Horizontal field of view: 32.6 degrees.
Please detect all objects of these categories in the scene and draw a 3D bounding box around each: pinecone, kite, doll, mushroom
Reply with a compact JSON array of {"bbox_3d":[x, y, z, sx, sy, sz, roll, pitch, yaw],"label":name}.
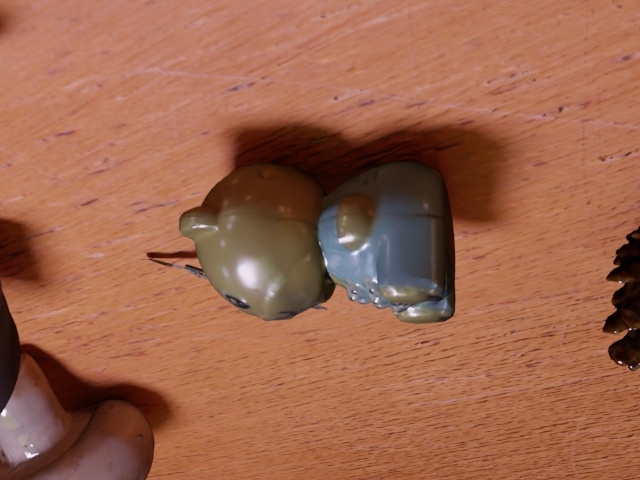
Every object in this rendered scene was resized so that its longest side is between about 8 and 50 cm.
[{"bbox_3d":[0.382,0.058,1.074,0.202,0.201,0.229,21,-175,27],"label":"pinecone"},{"bbox_3d":[-0.099,0.051,1.266,0.250,0.012,0.229,16,174,26],"label":"kite"},{"bbox_3d":[0.000,0.000,1.096,0.260,0.162,0.177,-2,167,12],"label":"doll"},{"bbox_3d":[-0.408,0.302,1.611,0.292,0.292,0.290,-20,106,36],"label":"mushroom"}]

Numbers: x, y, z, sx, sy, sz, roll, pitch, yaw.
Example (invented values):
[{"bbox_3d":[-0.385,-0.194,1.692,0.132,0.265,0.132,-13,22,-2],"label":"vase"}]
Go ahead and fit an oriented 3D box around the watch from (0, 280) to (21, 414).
[{"bbox_3d":[-0.528,0.133,1.260,0.326,0.335,0.314,15,147,7],"label":"watch"}]
